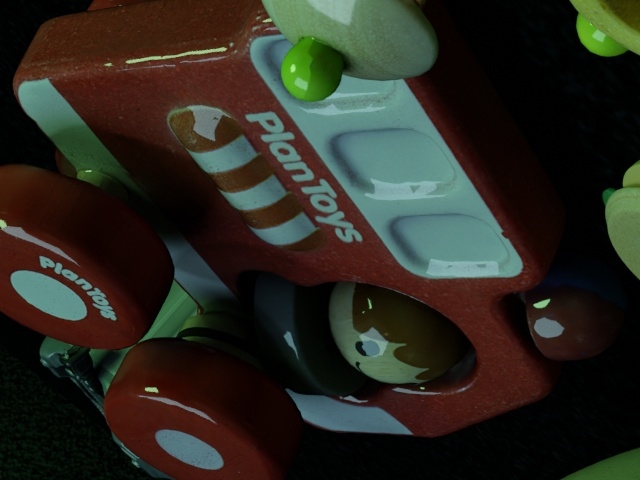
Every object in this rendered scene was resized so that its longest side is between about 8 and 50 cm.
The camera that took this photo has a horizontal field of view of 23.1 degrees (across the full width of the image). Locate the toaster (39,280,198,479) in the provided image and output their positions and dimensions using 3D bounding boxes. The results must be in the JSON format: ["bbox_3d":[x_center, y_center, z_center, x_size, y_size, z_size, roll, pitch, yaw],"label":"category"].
[{"bbox_3d":[-0.094,0.083,1.113,0.129,0.146,0.227,26,158,38],"label":"toaster"}]

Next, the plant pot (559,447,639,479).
[{"bbox_3d":[0.191,0.196,0.715,0.284,0.191,0.284,36,162,13],"label":"plant pot"}]

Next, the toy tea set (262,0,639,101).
[{"bbox_3d":[0.058,-0.085,0.364,0.200,0.124,0.336,29,164,-4],"label":"toy tea set"}]

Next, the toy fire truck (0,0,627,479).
[{"bbox_3d":[0.000,0.000,0.726,0.254,0.169,0.302,-1,140,38],"label":"toy fire truck"}]

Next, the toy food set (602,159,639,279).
[{"bbox_3d":[0.147,0.004,0.621,0.083,0.020,0.082,38,163,6],"label":"toy food set"}]
